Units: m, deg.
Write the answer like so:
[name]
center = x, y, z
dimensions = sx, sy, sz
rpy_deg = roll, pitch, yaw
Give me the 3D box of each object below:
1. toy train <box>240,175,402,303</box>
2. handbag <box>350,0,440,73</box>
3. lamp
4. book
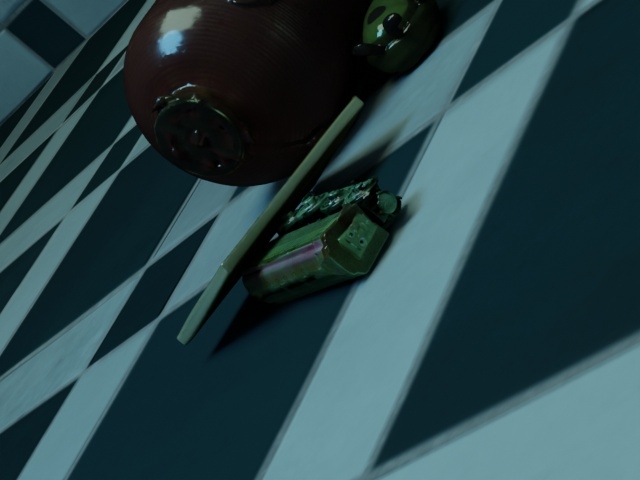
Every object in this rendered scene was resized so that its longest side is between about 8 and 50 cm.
[toy train]
center = 0.000, 0.000, 1.224
dimensions = 0.071, 0.038, 0.148
rpy_deg = -55, 14, -22
[handbag]
center = 0.057, -0.161, 1.447
dimensions = 0.072, 0.047, 0.111
rpy_deg = -42, 18, 26
[lamp]
center = -0.044, -0.146, 1.493
dimensions = 0.180, 0.180, 0.258
rpy_deg = -38, 17, 41
[book]
center = -0.034, -0.013, 1.325
dimensions = 0.172, 0.012, 0.118
rpy_deg = -53, -2, -33
